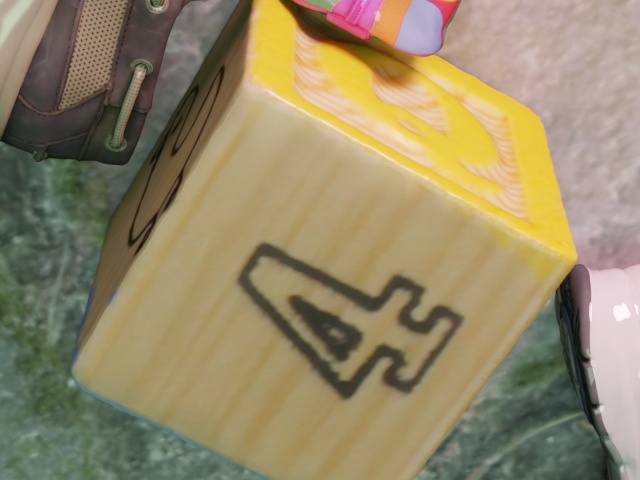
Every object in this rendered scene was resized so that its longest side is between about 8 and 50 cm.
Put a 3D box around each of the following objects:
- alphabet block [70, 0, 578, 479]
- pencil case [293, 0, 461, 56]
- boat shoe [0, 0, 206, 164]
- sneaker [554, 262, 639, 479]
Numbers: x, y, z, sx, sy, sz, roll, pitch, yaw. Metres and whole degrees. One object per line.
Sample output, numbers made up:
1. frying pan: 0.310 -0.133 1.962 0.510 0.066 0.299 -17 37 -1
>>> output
1. alphabet block: 0.000 0.000 0.906 0.193 0.192 0.197 27 114 -14
2. pencil case: 0.064 -0.210 0.847 0.104 0.104 0.236 19 117 -9
3. boat shoe: -0.081 -0.186 0.859 0.130 0.132 0.355 20 125 -20
4. sneaker: 0.233 0.140 1.024 0.129 0.111 0.297 -15 117 2
